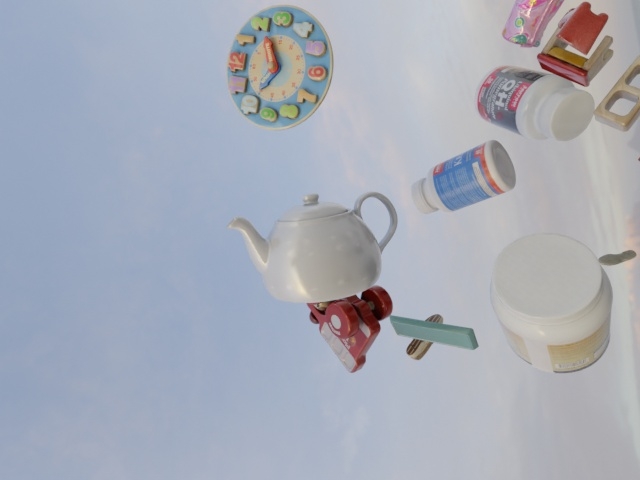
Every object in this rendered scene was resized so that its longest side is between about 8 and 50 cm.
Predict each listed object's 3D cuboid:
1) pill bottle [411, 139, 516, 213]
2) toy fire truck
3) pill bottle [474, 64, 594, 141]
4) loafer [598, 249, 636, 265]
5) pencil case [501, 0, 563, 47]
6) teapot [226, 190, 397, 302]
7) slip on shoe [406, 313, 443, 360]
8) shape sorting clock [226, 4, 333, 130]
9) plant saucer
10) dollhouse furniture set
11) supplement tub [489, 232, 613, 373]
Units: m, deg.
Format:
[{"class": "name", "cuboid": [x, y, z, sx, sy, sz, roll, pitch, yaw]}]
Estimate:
[{"class": "pill bottle", "cuboid": [0.333, -0.139, 0.988, 0.124, 0.222, 0.124, 19, -119, -38]}, {"class": "toy fire truck", "cuboid": [0.045, 0.203, 1.188, 0.169, 0.253, 0.302, -17, -128, -37]}, {"class": "pill bottle", "cuboid": [0.601, -0.389, 1.178, 0.176, 0.176, 0.318, 48, -172, -32]}, {"class": "loafer", "cuboid": [1.061, 0.069, 1.480, 0.039, 0.125, 0.045, 61, -164, -58]}, {"class": "pencil case", "cuboid": [0.610, -0.678, 1.115, 0.124, 0.284, 0.124, 8, -134, -9]}, {"class": "teapot", "cuboid": [0.000, 0.000, 0.804, 0.256, 0.253, 0.187, -25, -70, -63]}, {"class": "slip on shoe", "cuboid": [0.280, 0.254, 1.079, 0.041, 0.051, 0.135, 39, -97, -23]}, {"class": "shape sorting clock", "cuboid": [-0.076, -0.296, 0.710, 0.040, 0.206, 0.206, -14, -87, -63]}, {"class": "plant saucer", "cuboid": [0.244, 0.204, 0.910, 0.018, 0.192, 0.067, -56, -48, -33]}, {"class": "dollhouse furniture set", "cuboid": [0.514, -0.248, 0.680, 0.201, 0.374, 0.152, 7, -60, -54]}, {"class": "supplement tub", "cuboid": [0.512, 0.146, 0.920, 0.316, 0.228, 0.228, 48, -132, -45]}]
